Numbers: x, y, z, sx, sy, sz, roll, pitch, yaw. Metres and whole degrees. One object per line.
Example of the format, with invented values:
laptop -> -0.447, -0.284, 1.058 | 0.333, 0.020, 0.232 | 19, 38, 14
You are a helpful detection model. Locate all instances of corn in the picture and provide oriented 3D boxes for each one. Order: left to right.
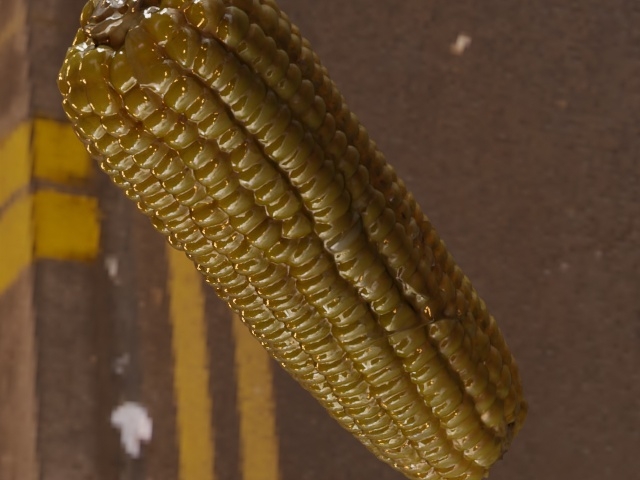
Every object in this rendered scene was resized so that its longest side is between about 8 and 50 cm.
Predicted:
corn -> 0.000, 0.000, 0.600 | 0.080, 0.231, 0.080 | -31, 28, 18
